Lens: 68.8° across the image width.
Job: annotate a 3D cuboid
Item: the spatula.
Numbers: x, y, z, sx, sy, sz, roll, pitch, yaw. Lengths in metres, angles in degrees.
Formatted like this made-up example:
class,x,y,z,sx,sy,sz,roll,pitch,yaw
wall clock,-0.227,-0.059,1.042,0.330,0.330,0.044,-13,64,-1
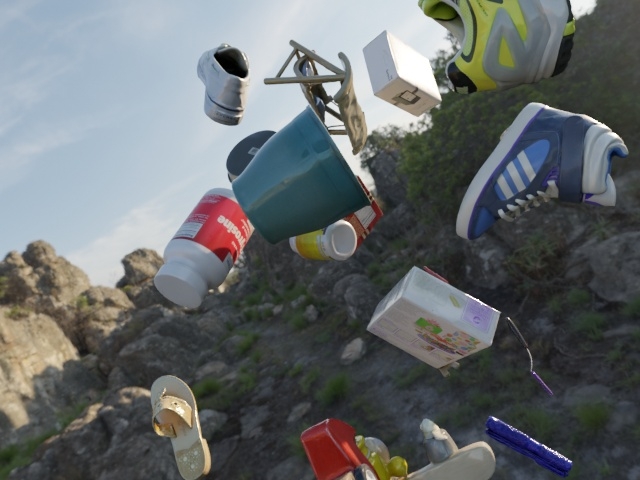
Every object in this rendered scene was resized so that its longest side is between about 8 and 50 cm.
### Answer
class,x,y,z,sx,sy,sz,roll,pitch,yaw
spatula,0.732,0.406,1.651,0.030,0.297,0.084,-24,-28,11

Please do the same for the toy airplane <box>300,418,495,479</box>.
class,x,y,z,sx,sy,sz,roll,pitch,yaw
toy airplane,0.129,0.538,0.971,0.385,0.385,0.272,8,20,-1

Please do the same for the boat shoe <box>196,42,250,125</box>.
class,x,y,z,sx,sy,sz,roll,pitch,yaw
boat shoe,-0.134,-0.253,0.700,0.083,0.226,0.076,11,-54,-28

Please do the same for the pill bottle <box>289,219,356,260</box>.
class,x,y,z,sx,sy,sz,roll,pitch,yaw
pill bottle,0.000,0.000,1.407,0.117,0.118,0.214,-29,17,-35

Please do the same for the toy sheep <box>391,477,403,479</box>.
class,x,y,z,sx,sy,sz,roll,pitch,yaw
toy sheep,0.178,0.653,1.253,0.091,0.091,0.132,-29,7,-12

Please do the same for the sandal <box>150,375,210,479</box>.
class,x,y,z,sx,sy,sz,roll,pitch,yaw
sandal,-0.293,0.356,0.928,0.088,0.240,0.079,-34,-35,-7

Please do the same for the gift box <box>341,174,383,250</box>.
class,x,y,z,sx,sy,sz,roll,pitch,yaw
gift box,0.036,-0.133,1.726,0.255,0.276,0.258,-48,39,-18

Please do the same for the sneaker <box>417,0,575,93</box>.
class,x,y,z,sx,sy,sz,roll,pitch,yaw
sneaker,0.181,-0.369,0.579,0.147,0.385,0.145,-17,-9,14

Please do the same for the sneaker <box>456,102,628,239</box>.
class,x,y,z,sx,sy,sz,roll,pitch,yaw
sneaker,0.447,-0.096,0.935,0.130,0.236,0.323,7,-65,-56

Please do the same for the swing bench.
class,x,y,z,sx,sy,sz,roll,pitch,yaw
swing bench,0.014,-0.411,1.361,0.165,0.254,0.253,-61,-25,-16

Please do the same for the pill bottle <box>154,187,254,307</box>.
class,x,y,z,sx,sy,sz,roll,pitch,yaw
pill bottle,-0.400,0.023,1.640,0.229,0.229,0.408,-27,30,43

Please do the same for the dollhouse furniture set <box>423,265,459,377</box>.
class,x,y,z,sx,sy,sz,roll,pitch,yaw
dollhouse furniture set,0.443,0.315,1.796,0.201,0.374,0.152,-37,27,-5

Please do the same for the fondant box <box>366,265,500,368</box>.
class,x,y,z,sx,sy,sz,roll,pitch,yaw
fondant box,0.283,0.218,1.244,0.096,0.238,0.330,-60,-3,-25

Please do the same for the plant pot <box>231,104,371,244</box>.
class,x,y,z,sx,sy,sz,roll,pitch,yaw
plant pot,-0.059,-0.132,1.103,0.255,0.272,0.271,-32,1,6

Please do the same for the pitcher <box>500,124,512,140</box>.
class,x,y,z,sx,sy,sz,roll,pitch,yaw
pitcher,0.665,-0.249,1.435,0.177,0.207,0.126,5,-37,-18

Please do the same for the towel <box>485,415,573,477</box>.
class,x,y,z,sx,sy,sz,roll,pitch,yaw
towel,0.773,0.776,1.751,0.076,0.308,0.228,-59,-34,-11

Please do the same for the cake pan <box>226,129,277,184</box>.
class,x,y,z,sx,sy,sz,roll,pitch,yaw
cake pan,-0.253,-0.333,1.857,0.292,0.054,0.294,-14,49,17

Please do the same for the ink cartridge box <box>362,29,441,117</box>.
class,x,y,z,sx,sy,sz,roll,pitch,yaw
ink cartridge box,0.288,-0.580,1.647,0.272,0.199,0.114,8,-26,-45
